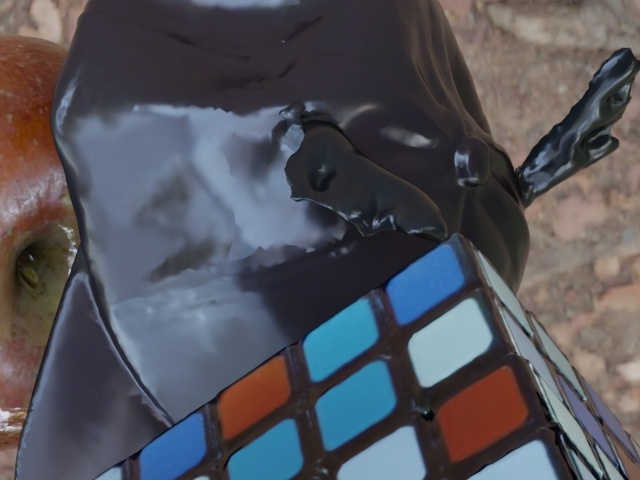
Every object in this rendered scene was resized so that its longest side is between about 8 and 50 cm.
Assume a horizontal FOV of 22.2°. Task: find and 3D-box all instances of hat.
[{"bbox_3d":[0.015,0.025,0.701,0.209,0.336,0.238,9,-179,40],"label":"hat"}]

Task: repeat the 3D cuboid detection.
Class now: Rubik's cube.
[{"bbox_3d":[0.037,0.145,0.518,0.187,0.182,0.184,-33,121,10],"label":"Rubik's cube"}]

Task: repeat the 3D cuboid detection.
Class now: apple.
[{"bbox_3d":[-0.166,-0.002,0.797,0.162,0.201,0.201,17,149,49],"label":"apple"}]
